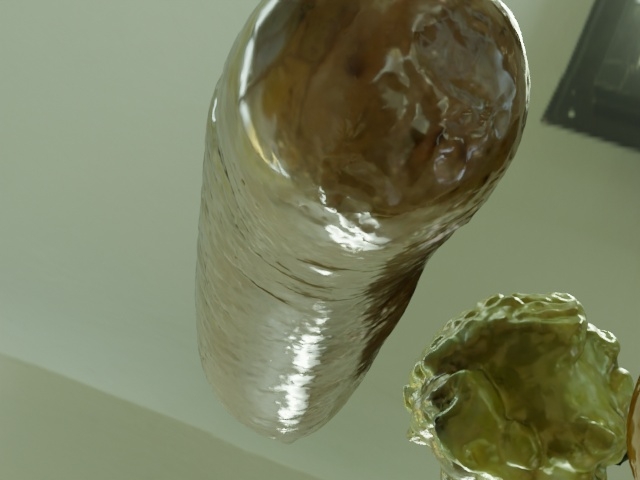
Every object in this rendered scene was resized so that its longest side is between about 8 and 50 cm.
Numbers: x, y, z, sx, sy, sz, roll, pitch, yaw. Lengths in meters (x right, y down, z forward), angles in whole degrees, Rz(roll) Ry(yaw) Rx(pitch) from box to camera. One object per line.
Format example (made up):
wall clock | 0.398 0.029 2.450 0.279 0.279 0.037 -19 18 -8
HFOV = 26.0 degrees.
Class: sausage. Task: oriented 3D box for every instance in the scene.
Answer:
sausage | -0.001 -0.003 0.703 0.123 0.501 0.136 -8 -108 -11

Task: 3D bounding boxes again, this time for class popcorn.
popcorn | 0.149 0.121 1.000 0.174 0.142 0.173 -14 -127 19

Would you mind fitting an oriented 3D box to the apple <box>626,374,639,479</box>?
apple | 0.279 0.126 0.664 0.233 0.286 0.286 -28 -110 1
